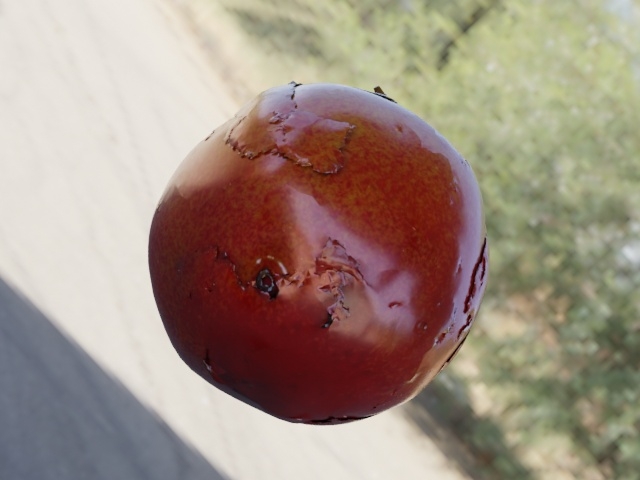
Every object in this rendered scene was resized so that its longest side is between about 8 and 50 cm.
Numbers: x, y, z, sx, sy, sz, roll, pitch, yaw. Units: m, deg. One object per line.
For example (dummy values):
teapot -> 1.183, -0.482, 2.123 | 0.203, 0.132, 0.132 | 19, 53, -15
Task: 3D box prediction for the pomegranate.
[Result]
pomegranate -> 0.000, 0.000, 1.089 | 0.210, 0.210, 0.235 | 45, 28, -28
